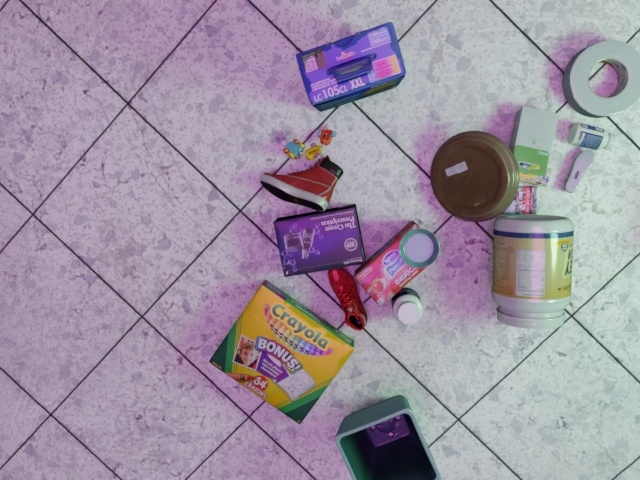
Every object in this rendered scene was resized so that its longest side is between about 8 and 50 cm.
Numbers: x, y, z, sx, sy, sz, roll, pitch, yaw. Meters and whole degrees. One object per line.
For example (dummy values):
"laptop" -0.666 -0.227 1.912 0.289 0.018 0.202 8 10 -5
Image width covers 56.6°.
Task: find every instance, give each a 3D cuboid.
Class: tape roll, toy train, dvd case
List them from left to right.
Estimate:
"toy train" -0.035 -0.300 1.865 0.166 0.046 0.125 0 61 12
"dvd case" 0.615 -0.125 1.856 0.119 0.013 0.087 -1 98 4
"tape roll" 0.839 -0.476 1.760 0.219 0.072 0.219 1 98 4

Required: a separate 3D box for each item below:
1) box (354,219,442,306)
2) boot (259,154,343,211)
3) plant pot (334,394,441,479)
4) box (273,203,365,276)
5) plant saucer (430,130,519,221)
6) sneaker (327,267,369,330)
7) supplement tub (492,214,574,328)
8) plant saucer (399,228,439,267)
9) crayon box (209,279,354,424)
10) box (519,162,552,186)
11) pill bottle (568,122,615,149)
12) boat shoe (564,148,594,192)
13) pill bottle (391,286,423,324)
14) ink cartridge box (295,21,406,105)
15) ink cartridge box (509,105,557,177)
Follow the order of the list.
"box" 0.239 0.070 1.857 0.257 0.122 0.128 -42 92 9
"boot" -0.057 -0.206 1.874 0.244 0.088 0.176 20 72 20
"plant pot" 0.207 0.627 1.872 0.247 0.252 0.247 -24 96 7
"box" 0.000 0.000 1.880 0.261 0.103 0.184 -11 100 6
"plant saucer" 0.452 -0.188 1.781 0.277 0.041 0.278 11 110 33
"sneaker" 0.091 0.185 1.882 0.087 0.128 0.221 -32 94 8
"supplement tub" 0.631 0.087 1.776 0.228 0.228 0.316 0 98 5
"plant saucer" 0.294 0.022 1.773 0.119 0.021 0.119 0 96 4
"crayon box" -0.123 0.361 1.935 0.363 0.106 0.313 34 99 -1
"box" 0.616 -0.211 1.823 0.168 0.054 0.059 13 99 3
"pill bottle" 0.817 -0.309 1.787 0.120 0.067 0.067 14 99 3
"boat shoe" 0.787 -0.212 1.817 0.049 0.040 0.142 28 99 9
"pill bottle" 0.271 0.207 1.850 0.094 0.169 0.094 1 98 4
"ink cartridge box" 0.087 -0.475 1.656 0.270 0.395 0.151 -17 96 7
"ink cartridge box" 0.629 -0.287 1.775 0.109 0.062 0.209 14 78 3
